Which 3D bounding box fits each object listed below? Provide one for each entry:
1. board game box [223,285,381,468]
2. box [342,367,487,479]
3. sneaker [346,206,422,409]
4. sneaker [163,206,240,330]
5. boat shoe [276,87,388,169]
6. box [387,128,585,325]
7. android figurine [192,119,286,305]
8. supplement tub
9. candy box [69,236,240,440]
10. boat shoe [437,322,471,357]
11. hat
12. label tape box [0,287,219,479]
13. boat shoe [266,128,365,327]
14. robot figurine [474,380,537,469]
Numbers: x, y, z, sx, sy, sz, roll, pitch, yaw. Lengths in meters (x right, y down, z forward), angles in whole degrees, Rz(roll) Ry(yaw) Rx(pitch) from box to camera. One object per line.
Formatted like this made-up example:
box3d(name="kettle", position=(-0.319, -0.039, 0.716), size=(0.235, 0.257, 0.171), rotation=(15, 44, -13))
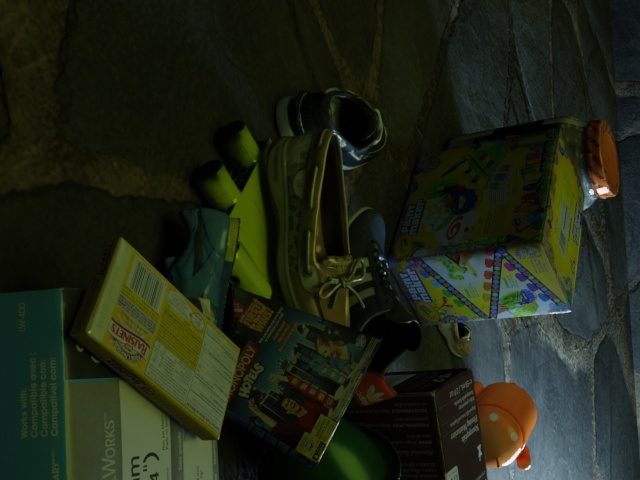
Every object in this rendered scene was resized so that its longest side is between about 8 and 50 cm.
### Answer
box3d(name="board game box", position=(-0.053, 0.151, 1.152), size=(0.194, 0.194, 0.060), rotation=(-57, 176, -39))
box3d(name="box", position=(0.141, 0.311, 1.452), size=(0.168, 0.167, 0.203), rotation=(-12, 94, -61))
box3d(name="sneaker", position=(0.085, 0.095, 1.427), size=(0.131, 0.148, 0.350), rotation=(50, 41, -43))
box3d(name="sneaker", position=(-0.149, 0.065, 1.118), size=(0.069, 0.082, 0.209), rotation=(176, -76, -77))
box3d(name="boat shoe", position=(0.046, -0.172, 1.484), size=(0.302, 0.091, 0.114), rotation=(-9, 91, -61))
box3d(name="box", position=(0.303, -0.023, 1.716), size=(0.177, 0.279, 0.290), rotation=(58, 37, -36))
box3d(name="android figurine", position=(-0.069, -0.018, 1.279), size=(0.273, 0.056, 0.248), rotation=(60, 35, -31))
box3d(name="supplement tub", position=(0.420, -0.140, 1.919), size=(0.193, 0.316, 0.194), rotation=(25, 61, -56))
box3d(name="candy box", position=(-0.149, 0.098, 0.914), size=(0.206, 0.027, 0.105), rotation=(51, 41, -41))
box3d(name="boat shoe", position=(0.265, 0.181, 1.836), size=(0.135, 0.045, 0.050), rotation=(51, 41, -43))
box3d(name="hat", position=(-0.011, 0.216, 1.172), size=(0.173, 0.208, 0.184), rotation=(-87, 171, -59))
box3d(name="label tape box", position=(-0.231, 0.170, 0.883), size=(0.333, 0.106, 0.241), rotation=(11, 73, -60))
box3d(name="boat shoe", position=(0.000, 0.000, 1.243), size=(0.104, 0.089, 0.285), rotation=(-17, 96, -60))
box3d(name="robot figurine", position=(0.343, 0.355, 1.845), size=(0.219, 0.128, 0.158), rotation=(-33, 118, -59))
